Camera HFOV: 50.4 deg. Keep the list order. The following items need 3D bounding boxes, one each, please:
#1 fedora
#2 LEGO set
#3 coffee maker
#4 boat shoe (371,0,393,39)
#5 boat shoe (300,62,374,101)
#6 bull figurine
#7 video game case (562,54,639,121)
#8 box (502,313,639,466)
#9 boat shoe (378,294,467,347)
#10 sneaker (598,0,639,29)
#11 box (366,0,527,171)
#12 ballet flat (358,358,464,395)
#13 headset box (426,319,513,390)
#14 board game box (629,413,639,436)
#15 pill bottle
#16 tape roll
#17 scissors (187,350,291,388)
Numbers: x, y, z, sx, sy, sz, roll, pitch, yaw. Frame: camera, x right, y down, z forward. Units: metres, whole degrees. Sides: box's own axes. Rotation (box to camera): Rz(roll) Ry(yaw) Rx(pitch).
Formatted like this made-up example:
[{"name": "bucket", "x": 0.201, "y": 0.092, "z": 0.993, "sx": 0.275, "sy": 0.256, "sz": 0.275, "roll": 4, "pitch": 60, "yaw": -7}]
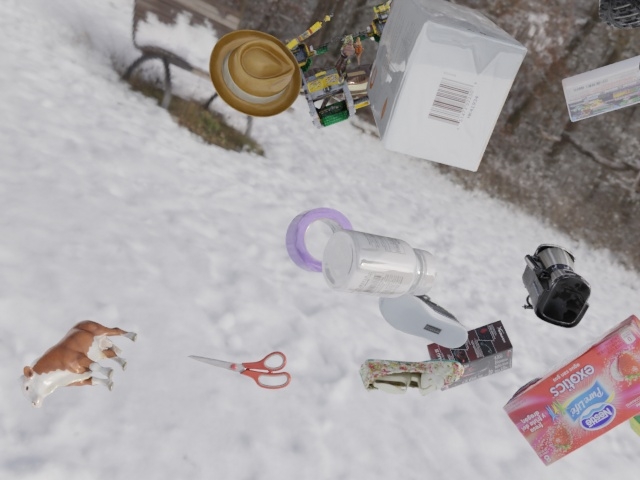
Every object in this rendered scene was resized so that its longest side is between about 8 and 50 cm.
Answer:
[{"name": "fedora", "x": -0.117, "y": -0.335, "z": 1.329, "sx": 0.195, "sy": 0.194, "sz": 0.079, "roll": 21, "pitch": -14, "yaw": -22}, {"name": "LEGO set", "x": 0.067, "y": -0.396, "z": 1.525, "sx": 0.332, "sy": 0.254, "sz": 0.192, "roll": -10, "pitch": -3, "yaw": 4}, {"name": "coffee maker", "x": 0.521, "y": 0.118, "z": 1.513, "sx": 0.120, "sy": 0.171, "sz": 0.178, "roll": -2, "pitch": 23, "yaw": 8}, {"name": "boat shoe", "x": 0.183, "y": -0.654, "z": 2.018, "sx": 0.043, "sy": 0.137, "sz": 0.049, "roll": 37, "pitch": -5, "yaw": 15}, {"name": "boat shoe", "x": 0.057, "y": -0.392, "z": 1.769, "sx": 0.258, "sy": 0.095, "sz": 0.095, "roll": -6, "pitch": 47, "yaw": -9}, {"name": "bull figurine", "x": -0.558, "y": 0.280, "z": 1.580, "sx": 0.189, "sy": 0.101, "sz": 0.310, "roll": 15, "pitch": 23, "yaw": -2}, {"name": "video game case", "x": 0.562, "y": -0.289, "z": 1.267, "sx": 0.202, "sy": 0.023, "sz": 0.183, "roll": -15, "pitch": -16, "yaw": 21}, {"name": "box", "x": 0.533, "y": 0.293, "z": 1.345, "sx": 0.142, "sy": 0.300, "sz": 0.154, "roll": 54, "pitch": 23, "yaw": 13}, {"name": "boat shoe", "x": 0.289, "y": 0.206, "z": 1.954, "sx": 0.307, "sy": 0.113, "sz": 0.105, "roll": 22, "pitch": 25, "yaw": -21}, {"name": "sneaker", "x": 0.560, "y": -0.498, "z": 1.278, "sx": 0.272, "sy": 0.107, "sz": 0.100, "roll": 33, "pitch": -19, "yaw": -37}, {"name": "box", "x": 0.202, "y": -0.299, "z": 1.209, "sx": 0.169, "sy": 0.214, "sz": 0.345, "roll": 13, "pitch": 28, "yaw": -9}, {"name": "ballet flat", "x": 0.207, "y": 0.318, "z": 1.552, "sx": 0.241, "sy": 0.091, "sz": 0.077, "roll": -1, "pitch": 41, "yaw": 7}, {"name": "headset box", "x": 0.495, "y": 0.401, "z": 2.317, "sx": 0.218, "sy": 0.294, "sz": 0.110, "roll": 64, "pitch": 7, "yaw": -58}, {"name": "board game box", "x": 0.726, "y": 0.403, "z": 1.414, "sx": 0.092, "sy": 0.043, "sz": 0.181, "roll": -15, "pitch": 11, "yaw": 3}, {"name": "pill bottle", "x": 0.130, "y": 0.055, "z": 1.445, "sx": 0.229, "sy": 0.131, "sz": 0.131, "roll": 10, "pitch": 18, "yaw": -33}, {"name": "tape roll", "x": 0.000, "y": 0.000, "z": 1.960, "sx": 0.189, "sy": 0.188, "sz": 0.080, "roll": 21, "pitch": -9, "yaw": -21}, {"name": "scissors", "x": -0.234, "y": 0.379, "z": 1.970, "sx": 0.298, "sy": 0.108, "sz": 0.021, "roll": 0, "pitch": -7, "yaw": -8}]
